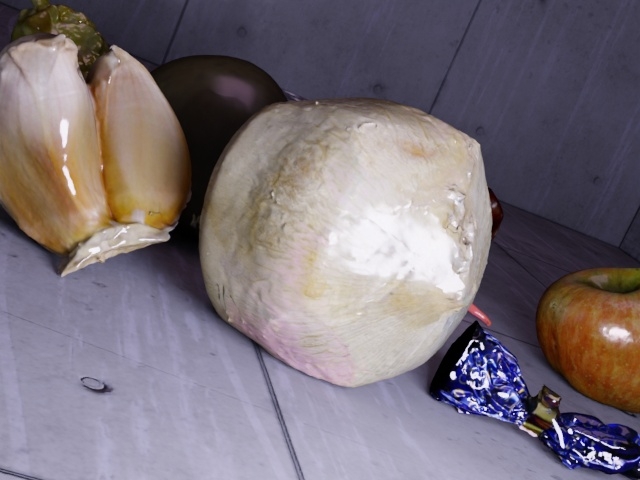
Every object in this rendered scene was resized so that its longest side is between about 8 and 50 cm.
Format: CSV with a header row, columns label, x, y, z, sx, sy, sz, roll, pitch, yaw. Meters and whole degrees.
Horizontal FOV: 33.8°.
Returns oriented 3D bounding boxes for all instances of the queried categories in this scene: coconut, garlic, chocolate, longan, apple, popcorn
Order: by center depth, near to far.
label,x,y,z,sx,sy,sz,roll,pitch,yaw
coconut,0.063,0.000,1.415,0.405,0.404,0.404,23,12,-5
garlic,-0.321,-0.122,1.447,0.286,0.313,0.249,-18,0,-13
chocolate,0.323,0.254,1.494,0.343,0.126,0.148,33,-24,9
longan,-0.184,-0.158,1.825,0.361,0.361,0.361,23,12,-5
apple,0.546,0.186,1.911,0.309,0.250,0.277,6,21,21
popcorn,-0.583,-0.402,2.323,0.259,0.212,0.259,20,52,-29

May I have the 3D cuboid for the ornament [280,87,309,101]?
label,x,y,z,sx,sy,sz,roll,pitch,yaw
ornament,-0.100,-0.189,2.242,0.239,0.239,0.240,25,13,8

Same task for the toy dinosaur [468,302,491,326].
label,x,y,z,sx,sy,sz,roll,pitch,yaw
toy dinosaur,0.239,0.067,2.025,0.286,0.139,0.070,19,14,-24

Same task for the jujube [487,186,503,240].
label,x,y,z,sx,sy,sz,roll,pitch,yaw
jujube,0.291,-0.090,2.596,0.258,0.258,0.376,18,18,-24
